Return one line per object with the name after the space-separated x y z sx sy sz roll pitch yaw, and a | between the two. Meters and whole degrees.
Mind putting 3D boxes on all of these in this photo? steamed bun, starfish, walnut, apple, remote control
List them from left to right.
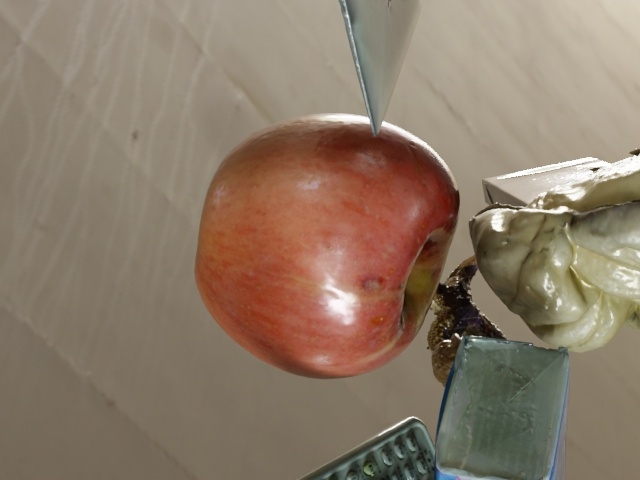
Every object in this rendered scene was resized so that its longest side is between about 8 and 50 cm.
0.000 0.000 1.745 0.364 0.364 0.364 41 -150 -30 | apple
0.045 0.329 1.620 0.335 0.065 0.128 -18 -95 -51 | remote control
0.193 0.168 1.775 0.096 0.079 0.083 -94 -4 -74 | walnut
0.213 0.106 1.926 0.238 0.071 0.216 52 -143 -3 | starfish
0.375 0.018 1.668 0.325 0.372 0.230 -23 -86 -61 | steamed bun

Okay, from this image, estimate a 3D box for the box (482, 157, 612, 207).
0.392 -0.077 2.062 0.365 0.204 0.051 -112 11 -80 | box

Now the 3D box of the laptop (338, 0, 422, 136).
0.065 -0.257 1.339 0.269 0.015 0.188 -70 -28 -47 | laptop

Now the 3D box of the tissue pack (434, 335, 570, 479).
0.214 0.273 1.525 0.263 0.146 0.198 80 -157 -48 | tissue pack
